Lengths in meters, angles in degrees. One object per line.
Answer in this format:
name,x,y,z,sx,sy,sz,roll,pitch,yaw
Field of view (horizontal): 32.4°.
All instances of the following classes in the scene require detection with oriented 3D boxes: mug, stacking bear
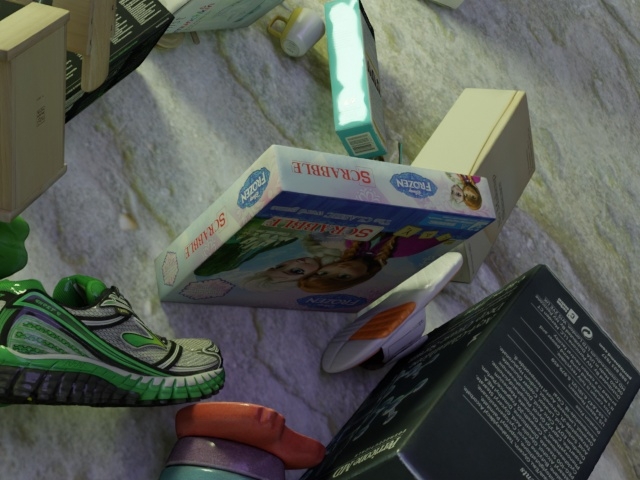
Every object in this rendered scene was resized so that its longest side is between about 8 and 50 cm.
mug,-0.039,-0.324,1.747,0.064,0.078,0.062,-58,136,-32
stacking bear,-0.118,0.344,1.232,0.175,0.164,0.289,46,49,-52

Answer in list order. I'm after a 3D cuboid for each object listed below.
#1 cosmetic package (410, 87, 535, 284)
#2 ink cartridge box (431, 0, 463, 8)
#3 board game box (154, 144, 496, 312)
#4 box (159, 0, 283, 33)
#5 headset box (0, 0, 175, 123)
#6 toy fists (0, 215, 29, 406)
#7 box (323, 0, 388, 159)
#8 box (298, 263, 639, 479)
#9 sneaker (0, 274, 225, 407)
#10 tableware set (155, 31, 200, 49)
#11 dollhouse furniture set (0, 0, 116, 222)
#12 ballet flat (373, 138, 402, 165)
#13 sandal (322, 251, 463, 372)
cosmetic package,0.227,-0.091,1.710,0.309,0.113,0.160,-55,141,-41
ink cartridge box,0.250,-0.594,1.997,0.117,0.207,0.283,17,56,-25
board game box,0.000,0.000,1.403,0.318,0.318,0.066,6,62,-32
box,-0.190,-0.448,1.611,0.231,0.127,0.262,-21,85,-51
headset box,-0.382,-0.304,1.430,0.283,0.131,0.246,45,49,-6
toy fists,-0.396,0.054,1.234,0.142,0.096,0.279,2,68,-36
box,0.055,-0.255,1.730,0.100,0.060,0.244,55,27,-59
box,0.176,0.262,1.393,0.212,0.293,0.395,48,47,-2
sneaker,-0.226,0.114,1.237,0.343,0.134,0.146,16,71,-56
tableware set,-0.261,-0.363,1.615,0.128,0.039,0.194,-9,76,-50
dollhouse furniture set,-0.430,-0.193,1.242,0.303,0.198,0.286,15,31,9
ballet flat,0.103,-0.084,1.714,0.052,0.057,0.168,2,56,-2
sandal,0.120,0.117,1.540,0.265,0.102,0.076,-39,109,-24
